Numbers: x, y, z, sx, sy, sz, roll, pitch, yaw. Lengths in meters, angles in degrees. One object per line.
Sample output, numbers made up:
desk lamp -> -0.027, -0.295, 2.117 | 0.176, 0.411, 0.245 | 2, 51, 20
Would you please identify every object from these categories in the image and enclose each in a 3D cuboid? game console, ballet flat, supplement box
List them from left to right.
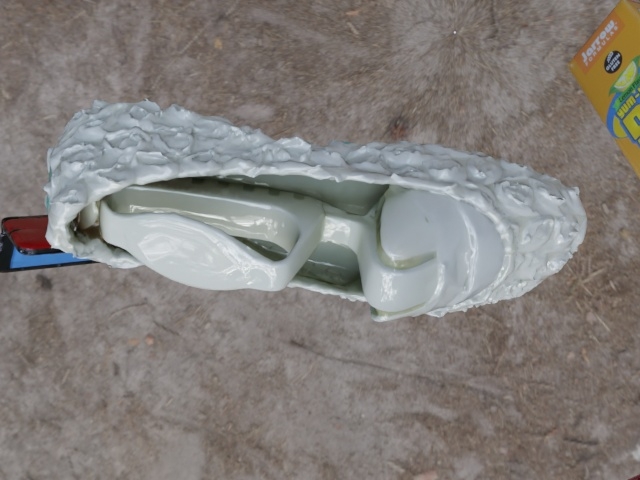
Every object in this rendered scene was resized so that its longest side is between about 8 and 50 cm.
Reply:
game console -> -0.275, 0.015, 0.811 | 0.124, 0.144, 0.085 | 33, 122, 48
ballet flat -> 0.000, 0.000, 0.527 | 0.409, 0.147, 0.146 | 8, 107, -4
supplement box -> 0.276, -0.075, 0.535 | 0.080, 0.233, 0.078 | 5, 139, -26

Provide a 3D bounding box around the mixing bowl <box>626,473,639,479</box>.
mixing bowl -> 0.131, 0.197, 0.331 | 0.181, 0.181, 0.098 | -45, 72, 18
